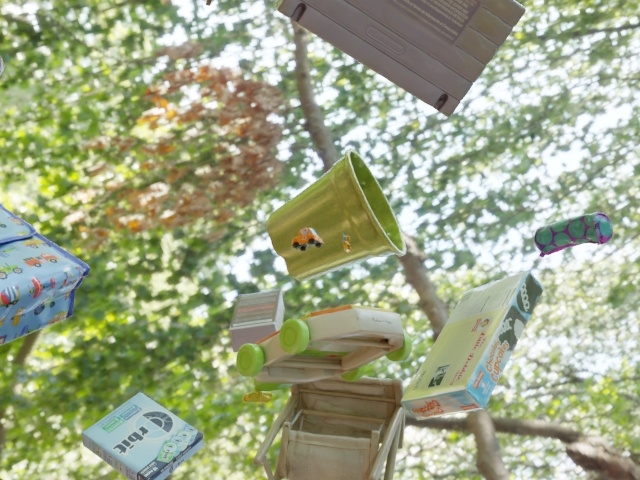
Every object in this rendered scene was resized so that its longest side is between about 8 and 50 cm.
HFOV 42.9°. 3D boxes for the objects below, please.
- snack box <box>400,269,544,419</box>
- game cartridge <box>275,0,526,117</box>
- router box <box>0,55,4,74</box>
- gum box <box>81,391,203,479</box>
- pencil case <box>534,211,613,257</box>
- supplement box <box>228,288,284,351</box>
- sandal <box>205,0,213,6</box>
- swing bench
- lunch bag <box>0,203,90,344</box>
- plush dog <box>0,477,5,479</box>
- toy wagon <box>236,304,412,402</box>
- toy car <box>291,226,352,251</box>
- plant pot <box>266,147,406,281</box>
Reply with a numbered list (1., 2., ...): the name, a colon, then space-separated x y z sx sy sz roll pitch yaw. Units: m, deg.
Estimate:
1. snack box: 0.301 0.204 1.599 0.060 0.322 0.187 47 -36 -12
2. game cartridge: 0.134 -0.383 1.326 0.230 0.355 0.068 -56 -158 15
3. router box: -0.472 -0.203 1.028 0.092 0.123 0.038 -94 172 -53
4. gum box: -0.355 0.400 1.634 0.184 0.157 0.041 24 -53 27
5. pencil case: 0.523 -0.012 1.691 0.152 0.064 0.070 -18 -121 47
6. supplement box: -0.175 0.220 2.277 0.239 0.130 0.073 -85 166 -69
7. sandal: -0.253 -0.659 2.133 0.049 0.180 0.072 24 -57 2
8. swing bench: 0.030 0.410 1.674 0.253 0.254 0.165 3 -48 18
9. lunch bag: -0.604 0.036 1.452 0.293 0.221 0.138 39 -59 17
10. plush dog: -0.821 0.567 1.791 0.225 0.262 0.210 15 -85 21
11. toy wagon: -0.019 0.205 1.429 0.344 0.267 0.068 -32 -121 39
12. toy car: 0.000 0.000 1.519 0.060 0.122 0.040 -20 -110 39
13. plant pot: 0.023 -0.036 1.899 0.276 0.254 0.276 57 15 -24
